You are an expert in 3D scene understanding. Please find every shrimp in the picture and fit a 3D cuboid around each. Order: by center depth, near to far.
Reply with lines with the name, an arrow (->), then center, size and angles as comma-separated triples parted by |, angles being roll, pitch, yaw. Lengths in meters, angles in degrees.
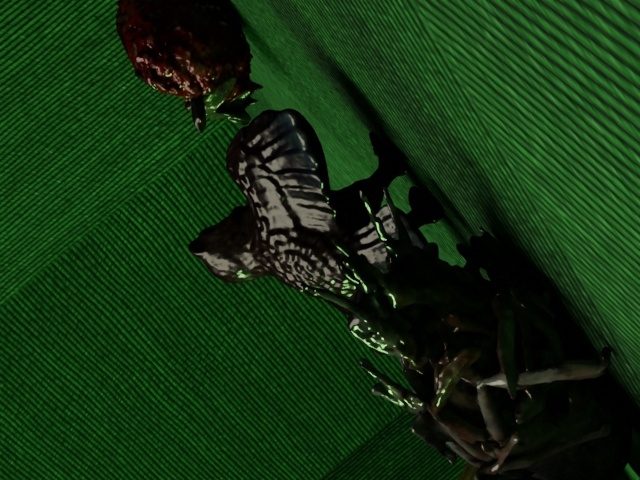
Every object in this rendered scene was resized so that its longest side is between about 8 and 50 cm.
shrimp -> 0.093, 0.070, 0.974 | 0.145, 0.116, 0.343 | 49, -176, 39

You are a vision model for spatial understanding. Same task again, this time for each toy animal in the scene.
toy animal -> -0.007, 0.002, 1.150 | 0.218, 0.179, 0.116 | 51, -155, -39

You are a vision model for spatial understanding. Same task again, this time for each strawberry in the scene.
strawberry -> -0.112, -0.180, 1.486 | 0.140, 0.085, 0.192 | 35, -155, -21

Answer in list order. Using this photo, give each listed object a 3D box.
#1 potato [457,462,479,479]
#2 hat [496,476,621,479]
potato -> 0.192, 0.213, 1.466 | 0.272, 0.160, 0.111 | 77, -164, -81
hat -> 0.224, 0.227, 1.097 | 0.366, 0.257, 0.382 | 35, -145, -1
